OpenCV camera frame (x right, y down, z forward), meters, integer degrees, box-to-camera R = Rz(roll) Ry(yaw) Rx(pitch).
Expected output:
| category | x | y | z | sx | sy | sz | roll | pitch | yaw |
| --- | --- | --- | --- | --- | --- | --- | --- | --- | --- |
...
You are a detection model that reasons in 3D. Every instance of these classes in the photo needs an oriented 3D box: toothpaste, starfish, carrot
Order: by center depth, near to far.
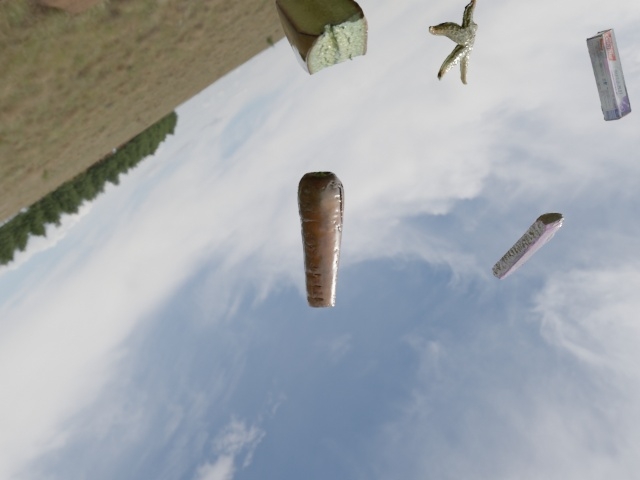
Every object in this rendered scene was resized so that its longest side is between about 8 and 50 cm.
| category | x | y | z | sx | sy | sz | roll | pitch | yaw |
| --- | --- | --- | --- | --- | --- | --- | --- | --- | --- |
| carrot | 0.000 | 0.000 | 0.606 | 0.055 | 0.162 | 0.055 | 0 | -170 | 0 |
| starfish | 0.312 | -0.429 | 1.149 | 0.053 | 0.176 | 0.208 | 26 | -117 | 39 |
| toothpaste | 0.646 | -0.367 | 1.157 | 0.047 | 0.196 | 0.040 | -30 | -161 | -19 |

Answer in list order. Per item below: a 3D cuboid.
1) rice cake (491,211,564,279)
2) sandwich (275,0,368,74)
| category | x | y | z | sx | sy | sz | roll | pitch | yaw |
| --- | --- | --- | --- | --- | --- | --- | --- | --- | --- |
| rice cake | 0.362 | 0.011 | 0.913 | 0.047 | 0.036 | 0.207 | -30 | 159 | -23 |
| sandwich | -0.001 | -0.309 | 0.754 | 0.094 | 0.096 | 0.258 | -24 | -143 | 1 |
